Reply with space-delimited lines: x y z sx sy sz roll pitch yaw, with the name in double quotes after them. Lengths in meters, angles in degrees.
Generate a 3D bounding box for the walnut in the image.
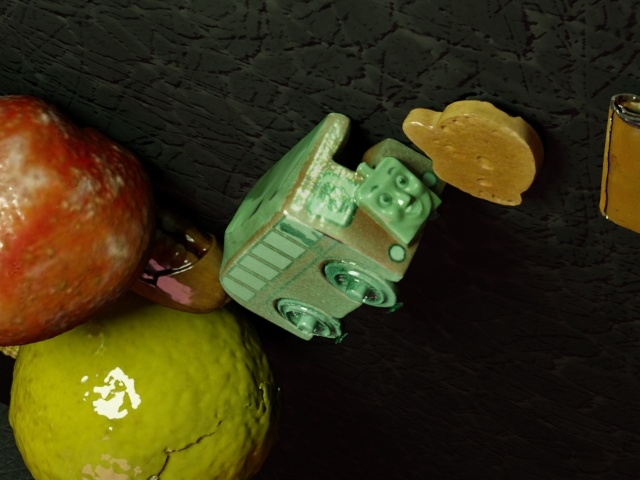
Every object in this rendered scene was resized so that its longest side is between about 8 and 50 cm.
-0.190 0.013 1.569 0.207 0.116 0.116 30 160 10 "walnut"

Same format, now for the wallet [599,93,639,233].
0.301 -0.035 0.977 0.195 0.042 0.161 20 155 17 "wallet"

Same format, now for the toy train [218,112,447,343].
0.000 0.000 1.280 0.159 0.129 0.326 31 158 -8 "toy train"

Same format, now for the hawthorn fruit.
-0.326 -0.022 1.432 0.284 0.284 0.284 22 159 9 "hawthorn fruit"

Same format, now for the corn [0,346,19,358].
-0.510 0.095 2.093 0.347 0.130 0.130 25 159 9 "corn"

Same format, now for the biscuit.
0.124 -0.078 1.095 0.118 0.023 0.140 25 160 3 "biscuit"

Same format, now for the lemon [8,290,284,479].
-0.232 0.193 1.726 0.387 0.350 0.350 53 167 20 "lemon"
